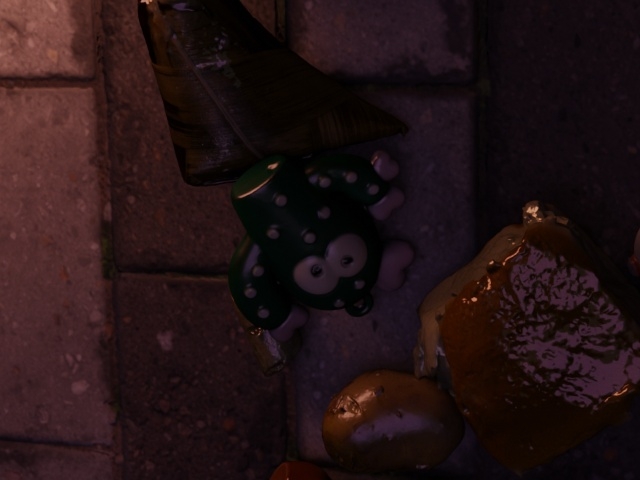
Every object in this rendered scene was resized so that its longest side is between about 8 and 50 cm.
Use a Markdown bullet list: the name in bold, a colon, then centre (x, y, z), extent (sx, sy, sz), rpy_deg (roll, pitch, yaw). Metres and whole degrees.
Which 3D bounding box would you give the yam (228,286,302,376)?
- **yam**: centre (-0.071, 0.095, 1.833), extent (0.070, 0.070, 0.146), rpy_deg (-20, 96, 20)

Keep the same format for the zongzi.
- **zongzi**: centre (-0.056, -0.210, 1.709), extent (0.288, 0.134, 0.285), rpy_deg (-5, 127, 12)

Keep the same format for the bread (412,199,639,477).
- **bread**: centre (0.243, 0.114, 1.656), extent (0.279, 0.225, 0.250), rpy_deg (-40, 89, 24)

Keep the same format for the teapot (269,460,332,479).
- **teapot**: centre (-0.017, 0.347, 1.855), extent (0.116, 0.116, 0.173), rpy_deg (45, 136, 4)

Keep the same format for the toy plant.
- **toy plant**: centre (-0.003, 0.004, 1.751), extent (0.233, 0.112, 0.243), rpy_deg (-13, 117, -5)

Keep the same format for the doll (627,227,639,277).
- **doll**: centre (0.434, 0.048, 1.665), extent (0.142, 0.076, 0.245), rpy_deg (-29, 95, 19)

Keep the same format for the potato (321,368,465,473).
- **potato**: centre (0.089, 0.225, 1.780), extent (0.176, 0.137, 0.137), rpy_deg (-1, 101, 2)
